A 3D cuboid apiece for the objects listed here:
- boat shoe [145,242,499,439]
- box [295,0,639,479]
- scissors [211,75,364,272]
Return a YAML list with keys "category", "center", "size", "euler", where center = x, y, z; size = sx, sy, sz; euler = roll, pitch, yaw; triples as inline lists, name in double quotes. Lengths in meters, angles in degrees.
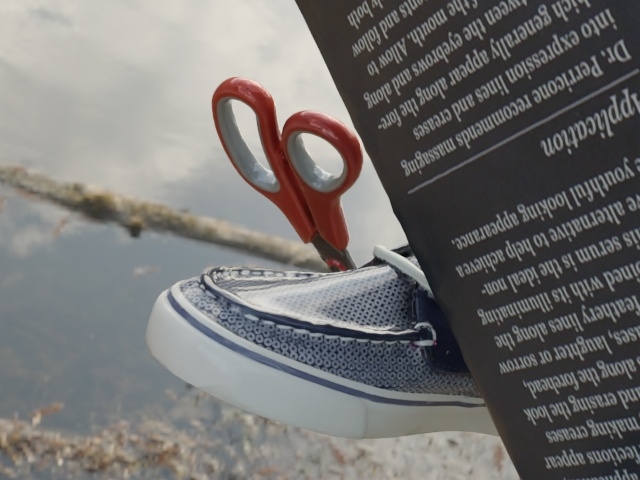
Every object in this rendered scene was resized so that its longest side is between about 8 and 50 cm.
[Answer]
- category: "boat shoe"
  center: [0.074, 0.021, 0.765]
  size: [0.340, 0.158, 0.127]
  euler: [10, 19, -36]
- category: "box"
  center: [0.197, -0.070, 0.587]
  size: [0.293, 0.212, 0.395]
  euler: [-25, 89, -28]
- category: "scissors"
  center: [0.000, 0.000, 0.939]
  size: [0.109, 0.297, 0.021]
  euler: [16, 58, 25]
